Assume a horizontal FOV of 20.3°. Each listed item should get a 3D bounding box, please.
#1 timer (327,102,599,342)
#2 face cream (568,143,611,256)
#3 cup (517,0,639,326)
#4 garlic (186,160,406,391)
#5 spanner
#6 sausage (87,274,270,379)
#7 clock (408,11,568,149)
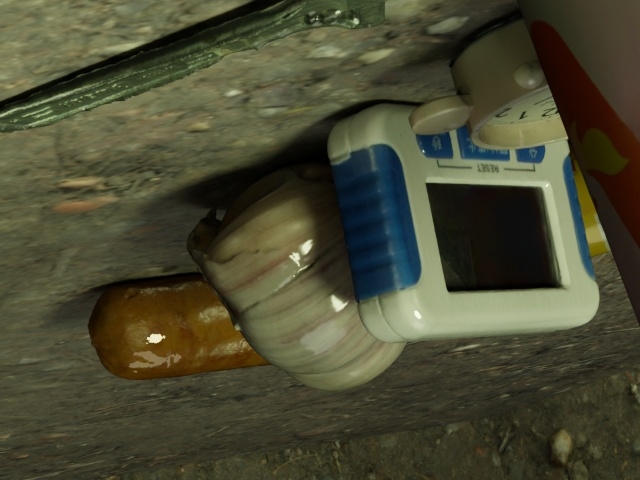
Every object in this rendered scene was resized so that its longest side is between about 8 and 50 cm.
[{"bbox_3d":[0.110,-0.011,1.392,0.078,0.178,0.253,-18,168,40],"label":"timer"},{"bbox_3d":[0.125,-0.004,1.614,0.349,0.105,0.105,-17,168,14],"label":"face cream"},{"bbox_3d":[0.232,-0.055,1.058,0.203,0.288,0.203,-14,169,-3],"label":"cup"},{"bbox_3d":[0.000,0.000,1.479,0.207,0.207,0.256,-28,-164,50],"label":"garlic"},{"bbox_3d":[-0.070,-0.116,1.072,0.325,0.026,0.093,-18,166,23],"label":"spanner"},{"bbox_3d":[-0.106,0.083,1.768,0.270,0.109,0.109,-3,164,-43],"label":"sausage"},{"bbox_3d":[0.169,-0.119,1.245,0.229,0.063,0.155,-15,166,-7],"label":"clock"}]
